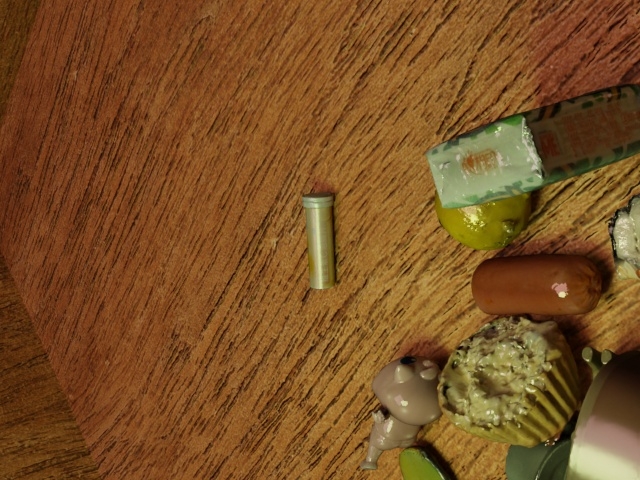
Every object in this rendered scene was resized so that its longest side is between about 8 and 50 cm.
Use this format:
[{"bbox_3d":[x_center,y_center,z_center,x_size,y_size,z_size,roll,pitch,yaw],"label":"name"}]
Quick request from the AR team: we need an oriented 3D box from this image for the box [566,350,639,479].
[{"bbox_3d":[0.546,0.333,1.528,0.216,0.301,0.301,16,111,36],"label":"box"}]

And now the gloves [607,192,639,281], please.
[{"bbox_3d":[0.533,-0.004,1.618,0.114,0.070,0.153,11,107,55],"label":"gloves"}]

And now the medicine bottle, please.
[{"bbox_3d":[0.000,0.000,2.266,0.074,0.073,0.218,12,110,48],"label":"medicine bottle"}]

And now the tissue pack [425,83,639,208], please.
[{"bbox_3d":[0.359,-0.153,1.599,0.228,0.310,0.128,-17,90,52],"label":"tissue pack"}]

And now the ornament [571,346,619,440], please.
[{"bbox_3d":[0.491,0.311,1.682,0.061,0.245,0.230,5,78,32],"label":"ornament"}]

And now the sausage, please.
[{"bbox_3d":[0.394,0.081,1.778,0.259,0.113,0.114,-6,94,52],"label":"sausage"}]

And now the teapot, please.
[{"bbox_3d":[0.405,0.424,1.817,0.149,0.162,0.239,23,87,56],"label":"teapot"}]

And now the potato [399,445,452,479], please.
[{"bbox_3d":[0.249,0.527,2.111,0.198,0.054,0.119,47,131,27],"label":"potato"}]

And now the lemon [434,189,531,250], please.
[{"bbox_3d":[0.296,-0.071,1.809,0.206,0.173,0.174,22,115,45],"label":"lemon"}]

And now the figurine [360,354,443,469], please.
[{"bbox_3d":[0.165,0.349,2.076,0.186,0.176,0.288,-112,29,-49],"label":"figurine"}]

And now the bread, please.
[{"bbox_3d":[0.350,0.261,1.806,0.149,0.274,0.274,47,148,-24],"label":"bread"}]
